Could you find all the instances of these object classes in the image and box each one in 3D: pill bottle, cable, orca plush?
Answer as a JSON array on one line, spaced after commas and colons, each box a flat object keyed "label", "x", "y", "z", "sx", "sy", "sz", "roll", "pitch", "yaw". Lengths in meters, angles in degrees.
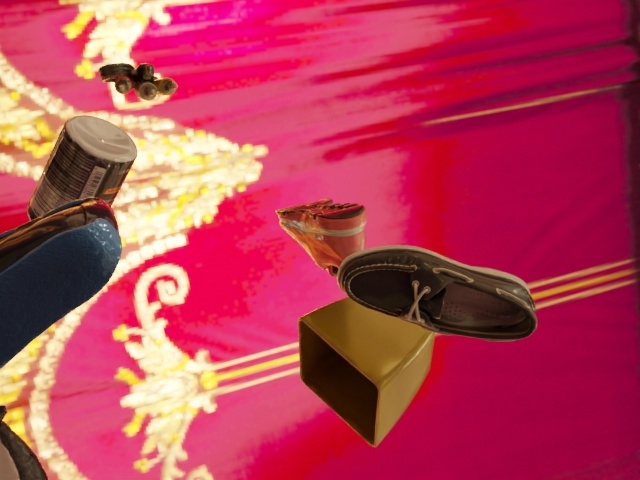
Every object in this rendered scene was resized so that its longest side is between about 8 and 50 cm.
[{"label": "pill bottle", "x": -0.418, "y": -0.082, "z": 1.606, "sx": 0.245, "sy": 0.130, "sz": 0.130, "roll": -56, "pitch": -132, "yaw": 27}, {"label": "cable", "x": -0.358, "y": -0.296, "z": 1.808, "sx": 0.287, "sy": 0.139, "sz": 0.072, "roll": -168, "pitch": -102, "yaw": -75}, {"label": "orca plush", "x": -0.395, "y": 0.358, "z": 1.236, "sx": 0.287, "sy": 0.151, "sz": 0.102, "roll": 62, "pitch": 7, "yaw": 9}]

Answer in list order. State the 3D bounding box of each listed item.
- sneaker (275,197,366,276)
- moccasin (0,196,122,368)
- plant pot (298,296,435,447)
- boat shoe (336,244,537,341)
[{"label": "sneaker", "x": 0.000, "y": 0.000, "z": 1.769, "sx": 0.314, "sy": 0.116, "sz": 0.136, "roll": -162, "pitch": -120, "yaw": -70}, {"label": "moccasin", "x": -0.361, "y": 0.068, "z": 1.049, "sx": 0.117, "sy": 0.342, "sz": 0.137, "roll": -105, "pitch": 168, "yaw": -58}, {"label": "plant pot", "x": 0.097, "y": 0.217, "z": 1.776, "sx": 0.212, "sy": 0.187, "sz": 0.212, "roll": 38, "pitch": -32, "yaw": 29}, {"label": "boat shoe", "x": 0.175, "y": 0.082, "z": 1.394, "sx": 0.091, "sy": 0.302, "sz": 0.114, "roll": -93, "pitch": -171, "yaw": -63}]
